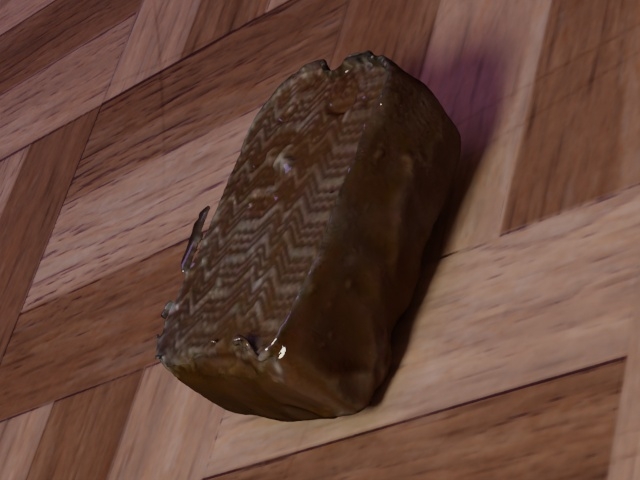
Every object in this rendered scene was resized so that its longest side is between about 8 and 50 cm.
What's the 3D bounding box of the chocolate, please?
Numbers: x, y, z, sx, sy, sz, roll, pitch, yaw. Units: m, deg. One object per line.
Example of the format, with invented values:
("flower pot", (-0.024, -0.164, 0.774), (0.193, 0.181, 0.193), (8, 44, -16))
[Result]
("chocolate", (0.000, 0.000, 1.060), (0.148, 0.093, 0.214), (-3, 56, 53))
